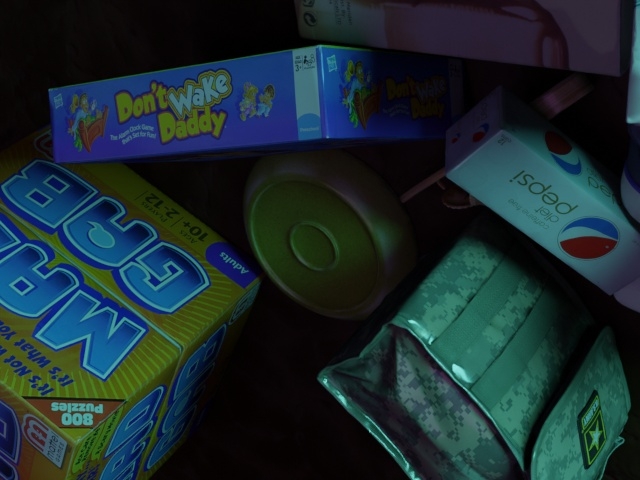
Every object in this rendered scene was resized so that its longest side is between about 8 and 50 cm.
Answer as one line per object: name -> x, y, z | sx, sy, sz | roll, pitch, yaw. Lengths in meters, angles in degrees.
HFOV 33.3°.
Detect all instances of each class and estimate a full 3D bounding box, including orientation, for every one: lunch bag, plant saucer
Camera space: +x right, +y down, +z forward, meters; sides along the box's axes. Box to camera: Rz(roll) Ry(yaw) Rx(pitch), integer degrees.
lunch bag -> 0.182, 0.148, 1.069 | 0.287, 0.235, 0.169 | 48, 136, -1
plant saucer -> 0.000, 0.000, 1.245 | 0.241, 0.037, 0.241 | 20, 130, 26

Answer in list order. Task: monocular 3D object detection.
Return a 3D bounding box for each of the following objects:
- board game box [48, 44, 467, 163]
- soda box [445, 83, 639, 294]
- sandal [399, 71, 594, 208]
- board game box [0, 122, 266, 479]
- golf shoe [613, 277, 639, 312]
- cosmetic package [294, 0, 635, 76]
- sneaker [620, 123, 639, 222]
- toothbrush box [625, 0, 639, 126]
board game box -> -0.063, -0.126, 1.058 | 0.347, 0.233, 0.078 | -1, 94, 37
soda box -> 0.214, -0.042, 0.966 | 0.216, 0.069, 0.074 | 34, 128, -22
sandal -> 0.177, -0.066, 1.029 | 0.240, 0.088, 0.079 | -36, 89, 41
board game box -> -0.348, 0.138, 1.376 | 0.356, 0.356, 0.356 | 36, 135, 11
golf shoe -> 0.356, 0.068, 0.990 | 0.186, 0.086, 0.067 | 16, 129, 30
cosmetic package -> 0.134, -0.238, 0.899 | 0.296, 0.153, 0.129 | 14, 128, 31
sneaker -> 0.398, -0.068, 0.829 | 0.323, 0.130, 0.236 | 30, 137, 25
toothbrush box -> 0.294, -0.210, 0.673 | 0.126, 0.216, 0.295 | 7, 94, 35
